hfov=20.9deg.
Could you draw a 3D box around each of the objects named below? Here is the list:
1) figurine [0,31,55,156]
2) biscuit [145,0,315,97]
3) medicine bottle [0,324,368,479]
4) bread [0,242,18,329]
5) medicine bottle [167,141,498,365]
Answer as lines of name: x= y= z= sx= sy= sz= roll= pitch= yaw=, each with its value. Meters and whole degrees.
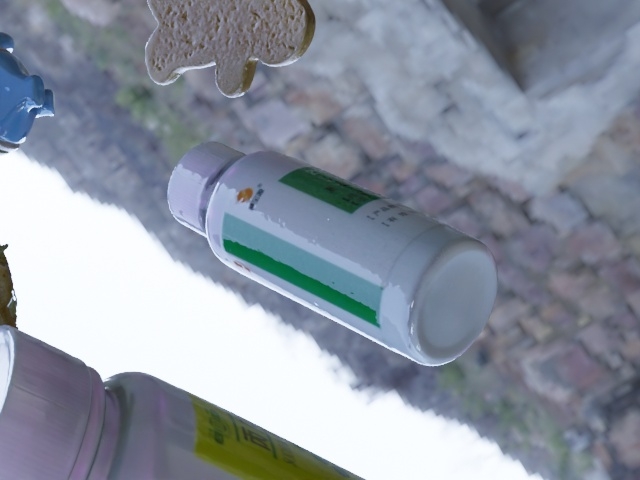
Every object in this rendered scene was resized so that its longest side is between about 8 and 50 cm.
figurine: x=-0.387 y=-0.139 z=1.826 sx=0.180 sy=0.262 sz=0.154 roll=-59 pitch=-41 yaw=-61
biscuit: x=-0.102 y=-0.241 z=1.950 sx=0.035 sy=0.240 sz=0.158 roll=-3 pitch=-81 yaw=-54
medicine bottle: x=-0.118 y=0.227 z=1.330 sx=0.379 sy=0.213 sz=0.213 roll=29 pitch=-151 yaw=-24
bread: x=-0.322 y=0.040 z=1.472 sx=0.069 sy=0.128 sz=0.140 roll=-121 pitch=19 yaw=-67
medicine bottle: x=0.000 y=0.000 z=1.206 sx=0.260 sy=0.095 sz=0.095 roll=25 pitch=175 yaw=39
